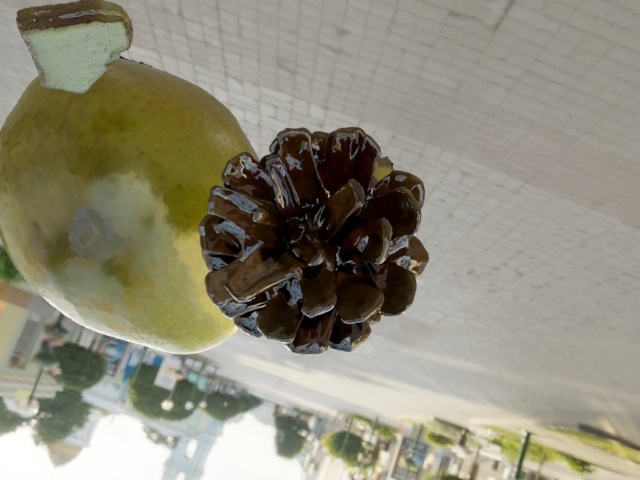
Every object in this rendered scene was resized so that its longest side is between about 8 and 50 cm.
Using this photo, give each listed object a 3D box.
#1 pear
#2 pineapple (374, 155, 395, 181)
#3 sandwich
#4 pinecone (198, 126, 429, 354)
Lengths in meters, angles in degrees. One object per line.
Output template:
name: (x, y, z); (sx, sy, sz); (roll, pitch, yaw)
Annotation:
pear: (-0.237, -0.020, 0.874); (0.386, 0.340, 0.191); (51, -161, -8)
pineapple: (0.046, -0.075, 0.876); (0.114, 0.077, 0.114); (17, 179, -20)
sandwich: (-0.233, -0.191, 0.719); (0.105, 0.035, 0.093); (-14, 147, -4)
pinecone: (0.000, -0.001, 0.680); (0.202, 0.229, 0.201); (44, 161, 18)
